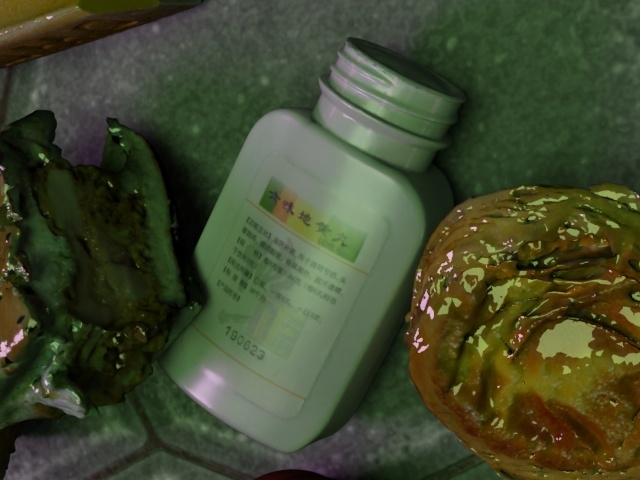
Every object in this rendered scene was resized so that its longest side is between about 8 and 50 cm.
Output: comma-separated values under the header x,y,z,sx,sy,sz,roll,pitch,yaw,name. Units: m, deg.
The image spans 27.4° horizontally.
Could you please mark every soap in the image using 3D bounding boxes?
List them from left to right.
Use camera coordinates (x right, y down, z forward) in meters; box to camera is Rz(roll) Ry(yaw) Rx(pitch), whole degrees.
x,y,z,sx,sy,sz,roll,pitch,yaw,name
-0.238,-0.206,1.143,0.232,0.140,0.073,-13,95,23,soap

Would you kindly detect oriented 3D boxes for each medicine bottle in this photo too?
x,y,z,sx,sy,sz,roll,pitch,yaw,name
0.000,0.000,1.081,0.179,0.124,0.324,33,109,23,medicine bottle

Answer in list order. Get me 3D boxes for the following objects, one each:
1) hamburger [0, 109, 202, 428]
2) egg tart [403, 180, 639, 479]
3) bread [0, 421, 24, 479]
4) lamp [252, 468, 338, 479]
x,y,z,sx,sy,sz,roll,pitch,yaw,name
-0.221,0.038,1.104,0.192,0.167,0.288,-51,41,31,hamburger
0.214,0.069,1.008,0.297,0.132,0.297,6,112,14,egg tart
-0.483,0.127,1.165,0.395,0.239,0.264,-5,110,4,bread
-0.031,0.302,1.081,0.227,0.227,0.227,3,98,22,lamp
